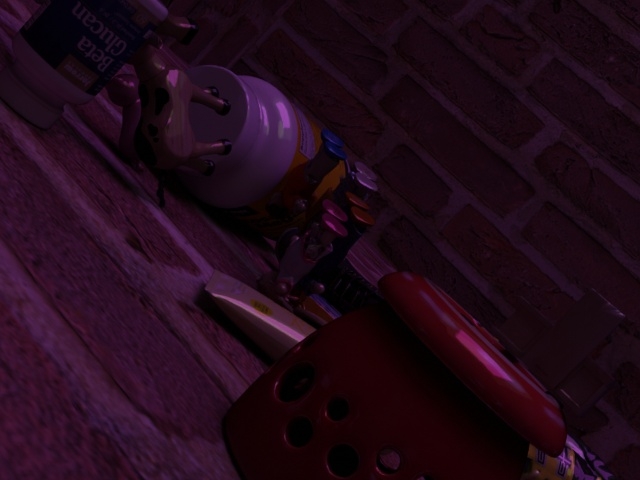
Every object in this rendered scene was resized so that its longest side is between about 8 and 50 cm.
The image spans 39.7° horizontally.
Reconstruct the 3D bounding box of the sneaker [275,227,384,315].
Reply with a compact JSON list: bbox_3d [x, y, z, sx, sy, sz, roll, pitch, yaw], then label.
[{"bbox_3d":[0.038,0.063,1.247,0.222,0.083,0.118,44,-14,-17],"label":"sneaker"}]

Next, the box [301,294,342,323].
[{"bbox_3d":[0.011,0.106,1.181,0.136,0.028,0.081,42,5,-5],"label":"box"}]

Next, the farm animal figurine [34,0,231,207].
[{"bbox_3d":[-0.214,-0.255,1.001,0.330,0.326,0.172,40,20,33],"label":"farm animal figurine"}]

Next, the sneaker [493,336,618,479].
[{"bbox_3d":[0.266,0.303,1.204,0.147,0.145,0.384,-13,54,-46],"label":"sneaker"}]

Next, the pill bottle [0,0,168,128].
[{"bbox_3d":[-0.237,-0.193,0.864,0.094,0.169,0.094,43,6,-6],"label":"pill bottle"}]

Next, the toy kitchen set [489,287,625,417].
[{"bbox_3d":[0.179,0.073,0.619,0.083,0.068,0.075,46,6,31],"label":"toy kitchen set"}]

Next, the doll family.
[{"bbox_3d":[0.000,0.000,1.081,0.118,0.163,0.263,31,31,-19],"label":"doll family"}]

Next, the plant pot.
[{"bbox_3d":[0.056,0.127,0.619,0.191,0.174,0.191,42,5,-5],"label":"plant pot"}]

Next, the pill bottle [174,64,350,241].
[{"bbox_3d":[-0.093,-0.118,1.262,0.188,0.188,0.334,47,7,25],"label":"pill bottle"}]

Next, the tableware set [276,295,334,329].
[{"bbox_3d":[0.030,0.144,0.949,0.194,0.039,0.128,48,-16,-28],"label":"tableware set"}]

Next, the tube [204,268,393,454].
[{"bbox_3d":[-0.012,0.110,0.848,0.240,0.062,0.070,39,-35,-5],"label":"tube"}]
